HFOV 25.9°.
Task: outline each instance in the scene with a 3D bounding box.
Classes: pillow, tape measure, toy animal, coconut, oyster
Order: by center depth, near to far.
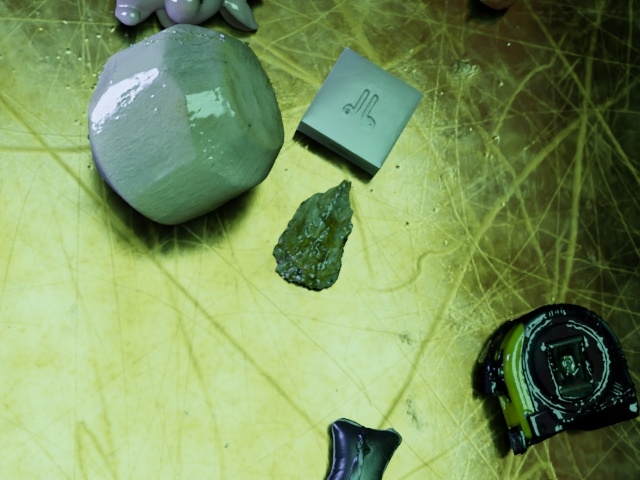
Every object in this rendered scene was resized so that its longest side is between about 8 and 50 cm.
[{"bbox_3d":[-0.187,-0.148,1.810,0.247,0.245,0.245,-21,80,21],"label":"coconut"},{"bbox_3d":[0.049,0.307,1.838,0.091,0.055,0.136,19,77,-25],"label":"pillow"},{"bbox_3d":[0.320,0.177,1.884,0.199,0.112,0.186,-16,78,-14],"label":"tape measure"},{"bbox_3d":[0.000,0.000,1.911,0.146,0.045,0.121,-28,97,-14],"label":"oyster"},{"bbox_3d":[-0.175,-0.349,1.918,0.212,0.124,0.124,4,77,-5],"label":"toy animal"}]

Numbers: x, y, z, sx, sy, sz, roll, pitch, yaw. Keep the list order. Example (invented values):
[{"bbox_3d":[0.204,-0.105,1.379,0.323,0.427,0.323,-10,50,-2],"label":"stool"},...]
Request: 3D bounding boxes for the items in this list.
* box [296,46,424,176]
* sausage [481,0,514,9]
[{"bbox_3d":[0.056,-0.180,1.950,0.130,0.051,0.129,31,74,-1],"label":"box"},{"bbox_3d":[0.285,-0.402,2.032,0.065,0.065,0.169,32,75,-1],"label":"sausage"}]
